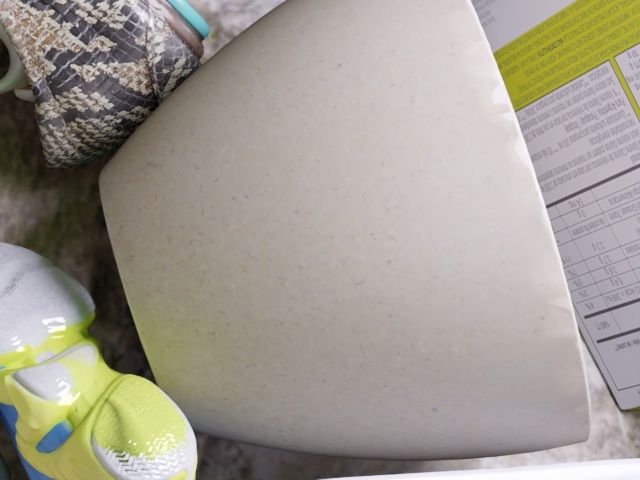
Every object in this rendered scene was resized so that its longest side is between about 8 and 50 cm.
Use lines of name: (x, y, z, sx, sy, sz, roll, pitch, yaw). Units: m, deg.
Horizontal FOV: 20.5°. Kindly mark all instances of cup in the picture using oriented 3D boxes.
cup: (0.000, 0.000, 1.096, 0.237, 0.331, 0.331, -17, 83, -1)

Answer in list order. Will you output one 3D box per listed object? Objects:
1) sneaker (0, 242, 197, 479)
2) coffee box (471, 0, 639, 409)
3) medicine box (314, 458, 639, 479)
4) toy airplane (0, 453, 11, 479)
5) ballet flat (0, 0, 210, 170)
sneaker: (-0.163, 0.106, 1.052, 0.091, 0.126, 0.240, -13, 40, -33)
coffee box: (0.349, -0.113, 1.249, 0.338, 0.338, 0.334, -27, 89, -28)
medicine box: (0.051, 0.224, 1.059, 0.289, 0.263, 0.149, -1, 76, -25)
toy airplane: (-0.245, 0.241, 0.907, 0.384, 0.272, 0.386, -25, 73, -48)
ballet flat: (-0.273, -0.240, 1.086, 0.182, 0.164, 0.483, -40, 103, -4)
